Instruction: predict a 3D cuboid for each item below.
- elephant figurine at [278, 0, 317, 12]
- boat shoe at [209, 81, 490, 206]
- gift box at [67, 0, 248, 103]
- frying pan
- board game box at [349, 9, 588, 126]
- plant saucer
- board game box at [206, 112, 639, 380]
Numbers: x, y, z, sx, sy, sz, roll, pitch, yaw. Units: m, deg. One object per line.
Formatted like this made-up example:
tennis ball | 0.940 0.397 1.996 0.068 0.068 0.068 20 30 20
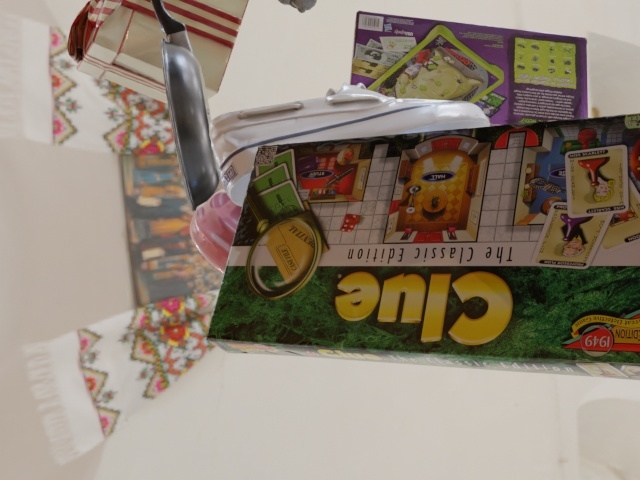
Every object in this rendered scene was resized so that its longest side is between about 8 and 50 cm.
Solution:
elephant figurine | -0.080 -0.370 0.848 0.239 0.169 0.186 19 -47 12
boat shoe | 0.029 -0.101 0.743 0.084 0.258 0.095 67 -28 24
gift box | -0.284 -0.398 1.473 0.276 0.258 0.255 -15 -122 66
frying pan | -0.161 -0.185 0.988 0.197 0.053 0.326 87 -8 -57
board game box | 0.213 -0.217 1.223 0.056 0.347 0.208 100 -3 -66
plant saucer | 0.000 0.000 1.092 0.332 0.332 0.084 33 -69 34
board game box | 0.062 0.002 0.462 0.260 0.030 0.136 -2 -114 31
